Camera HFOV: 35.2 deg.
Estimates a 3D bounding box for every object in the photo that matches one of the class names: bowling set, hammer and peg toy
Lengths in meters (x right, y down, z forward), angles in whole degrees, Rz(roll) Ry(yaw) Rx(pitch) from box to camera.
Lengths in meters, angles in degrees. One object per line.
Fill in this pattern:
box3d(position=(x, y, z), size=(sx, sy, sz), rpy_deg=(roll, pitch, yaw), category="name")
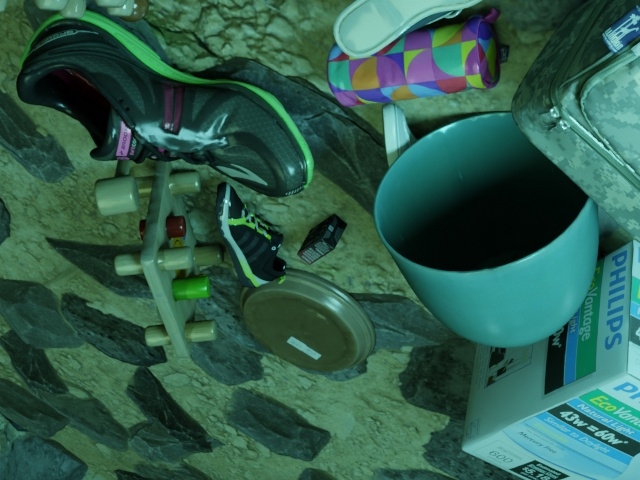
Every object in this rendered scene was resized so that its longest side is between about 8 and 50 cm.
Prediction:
box3d(position=(-0.329, -0.392, 1.414), size=(0.287, 0.200, 0.154), rpy_deg=(5, 97, 26), category="bowling set")
box3d(position=(-0.258, -0.012, 1.696), size=(0.127, 0.266, 0.361), rpy_deg=(-6, 134, 6), category="hammer and peg toy")

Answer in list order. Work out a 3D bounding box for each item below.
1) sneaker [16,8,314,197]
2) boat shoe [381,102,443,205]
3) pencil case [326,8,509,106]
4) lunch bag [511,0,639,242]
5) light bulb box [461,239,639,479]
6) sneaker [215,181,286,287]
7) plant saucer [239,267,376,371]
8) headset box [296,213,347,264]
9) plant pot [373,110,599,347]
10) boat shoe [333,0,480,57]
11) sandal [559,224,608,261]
box3d(position=(-0.240, -0.170, 1.530), size=(0.483, 0.202, 0.185), rpy_deg=(24, 142, 5), category="sneaker")
box3d(position=(0.144, -0.111, 1.485), size=(0.081, 0.079, 0.227), rpy_deg=(-12, 129, 9), category="boat shoe")
box3d(position=(0.126, -0.236, 1.331), size=(0.236, 0.104, 0.104), rpy_deg=(-4, 132, 31), category="pencil case")
box3d(position=(0.403, -0.149, 1.118), size=(0.305, 0.212, 0.256), rpy_deg=(42, 160, -13), category="lunch bag")
box3d(position=(0.466, 0.231, 1.503), size=(0.358, 0.225, 0.361), rpy_deg=(27, 144, -17), category="light bulb box")
box3d(position=(-0.114, -0.014, 1.751), size=(0.097, 0.084, 0.235), rpy_deg=(-11, 133, 7), category="sneaker")
box3d(position=(-0.031, 0.160, 1.908), size=(0.278, 0.041, 0.278), rpy_deg=(16, 141, 13), category="plant saucer")
box3d(position=(0.000, 0.000, 1.691), size=(0.032, 0.062, 0.083), rpy_deg=(39, 139, -13), category="headset box")
box3d(position=(0.244, 0.008, 1.385), size=(0.293, 0.293, 0.235), rpy_deg=(3, 140, 28), category="plant pot")
box3d(position=(0.133, -0.309, 1.246), size=(0.254, 0.079, 0.095), rpy_deg=(-32, 102, 26), category="boat shoe")
box3d(position=(0.411, 0.036, 1.509), size=(0.067, 0.040, 0.179), rpy_deg=(-8, 124, 35), category="sandal")
